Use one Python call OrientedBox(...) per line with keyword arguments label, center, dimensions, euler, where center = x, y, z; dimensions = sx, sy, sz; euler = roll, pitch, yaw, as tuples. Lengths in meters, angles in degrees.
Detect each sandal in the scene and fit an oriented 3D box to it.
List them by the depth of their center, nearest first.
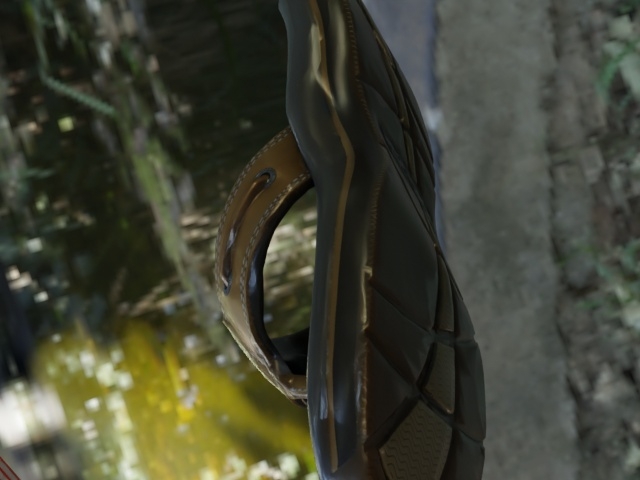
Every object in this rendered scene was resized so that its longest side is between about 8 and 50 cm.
OrientedBox(label="sandal", center=(0.000, 0.000, 0.440), dimensions=(0.219, 0.060, 0.090), euler=(-99, -17, -46))

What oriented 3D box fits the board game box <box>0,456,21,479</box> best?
OrientedBox(label="board game box", center=(-0.239, 0.169, 0.988), dimensions=(0.193, 0.045, 0.147), euler=(53, -167, -17))
